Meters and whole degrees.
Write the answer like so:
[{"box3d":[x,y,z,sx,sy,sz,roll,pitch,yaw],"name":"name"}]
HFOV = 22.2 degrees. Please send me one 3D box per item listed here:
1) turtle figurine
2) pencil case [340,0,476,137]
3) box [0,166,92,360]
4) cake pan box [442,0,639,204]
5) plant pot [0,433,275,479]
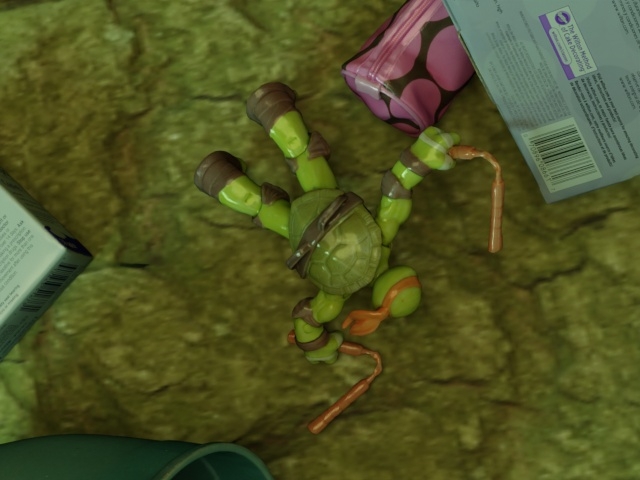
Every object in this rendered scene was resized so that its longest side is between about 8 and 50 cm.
[{"box3d":[0.000,0.000,1.219,0.217,0.087,0.269,44,120,23],"name":"turtle figurine"},{"box3d":[0.103,-0.179,1.224,0.095,0.098,0.209,37,93,12],"name":"pencil case"},{"box3d":[-0.276,0.010,1.294,0.137,0.072,0.126,43,94,11],"name":"box"},{"box3d":[0.222,-0.167,1.123,0.245,0.070,0.267,-18,118,26],"name":"cake pan box"},{"box3d":[-0.196,0.260,1.172,0.255,0.271,0.272,7,86,27],"name":"plant pot"}]
